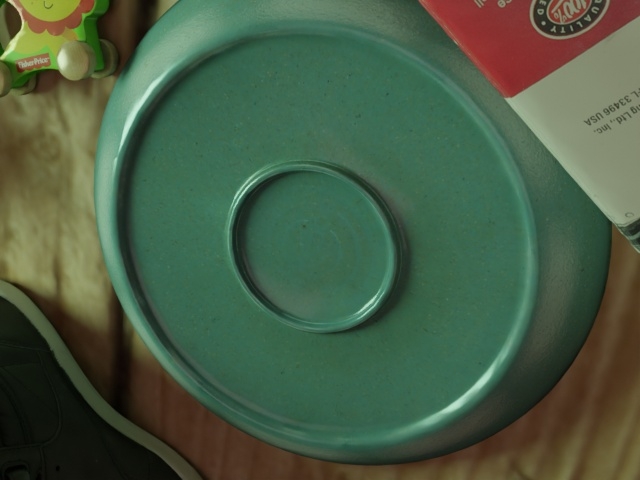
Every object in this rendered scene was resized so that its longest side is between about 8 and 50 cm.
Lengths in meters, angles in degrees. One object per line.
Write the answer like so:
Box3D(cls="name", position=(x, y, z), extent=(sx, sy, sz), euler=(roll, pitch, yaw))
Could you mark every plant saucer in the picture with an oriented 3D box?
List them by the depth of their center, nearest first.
Box3D(cls="plant saucer", position=(0.000, 0.000, 0.518), extent=(0.317, 0.044, 0.317), euler=(7, 112, 18))

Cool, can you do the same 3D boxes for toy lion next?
Box3D(cls="toy lion", position=(-0.165, -0.139, 0.534), extent=(0.100, 0.034, 0.096), euler=(-7, 100, 23))

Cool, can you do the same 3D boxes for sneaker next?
Box3D(cls="sneaker", position=(-0.177, 0.169, 0.587), extent=(0.104, 0.147, 0.296), euler=(-38, 95, 26))

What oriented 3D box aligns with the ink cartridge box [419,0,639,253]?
Box3D(cls="ink cartridge box", position=(0.179, -0.078, 0.346), extent=(0.172, 0.100, 0.237), euler=(-33, 115, 32))
